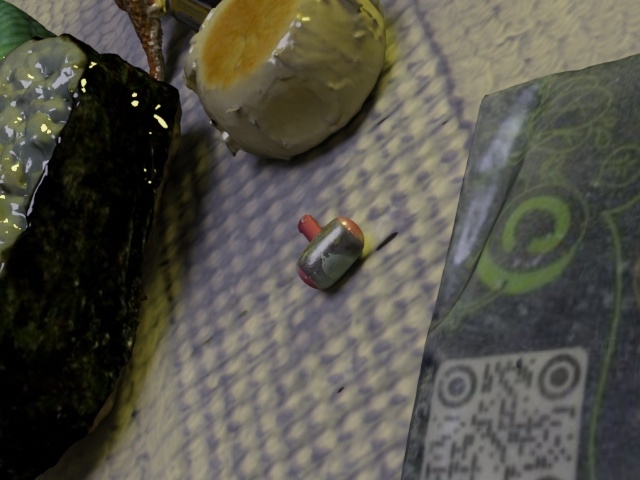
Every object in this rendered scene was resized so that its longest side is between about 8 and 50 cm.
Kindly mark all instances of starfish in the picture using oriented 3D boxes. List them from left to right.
[{"bbox_3d":[-0.170,-0.249,1.232,0.048,0.295,0.231,-21,61,-12],"label":"starfish"}]

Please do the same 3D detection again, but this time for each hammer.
[{"bbox_3d":[0.000,0.000,0.974,0.052,0.031,0.083,-47,25,4],"label":"hammer"}]

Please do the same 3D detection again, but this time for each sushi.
[{"bbox_3d":[-0.223,0.013,1.089,0.211,0.171,0.350,-12,52,40],"label":"sushi"}]

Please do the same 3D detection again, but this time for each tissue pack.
[{"bbox_3d":[0.226,0.034,0.607,0.394,0.124,0.288,-12,54,42],"label":"tissue pack"}]

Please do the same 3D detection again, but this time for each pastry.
[{"bbox_3d":[-0.027,-0.138,1.066,0.166,0.088,0.166,-29,41,29],"label":"pastry"}]

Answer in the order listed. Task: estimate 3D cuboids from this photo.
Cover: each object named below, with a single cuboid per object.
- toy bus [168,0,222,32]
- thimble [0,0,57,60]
[{"bbox_3d":[-0.059,-0.243,1.171,0.172,0.057,0.072,-53,-12,-30],"label":"toy bus"},{"bbox_3d":[-0.303,-0.104,1.293,0.219,0.150,0.219,-28,43,30],"label":"thimble"}]
